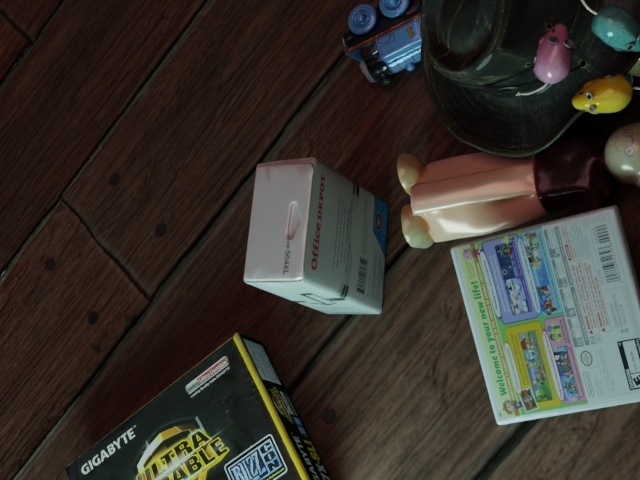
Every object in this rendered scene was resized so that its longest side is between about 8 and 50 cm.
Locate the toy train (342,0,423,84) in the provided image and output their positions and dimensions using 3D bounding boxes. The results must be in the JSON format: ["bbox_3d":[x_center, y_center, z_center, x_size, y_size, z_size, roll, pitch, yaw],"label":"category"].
[{"bbox_3d":[0.116,-0.272,1.427,0.184,0.080,0.105,-23,71,23],"label":"toy train"}]

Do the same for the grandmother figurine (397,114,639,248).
[{"bbox_3d":[0.258,-0.069,1.271,0.342,0.104,0.208,-14,78,29],"label":"grandmother figurine"}]

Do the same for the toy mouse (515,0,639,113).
[{"bbox_3d":[0.278,-0.197,1.139,0.161,0.031,0.143,-10,108,5],"label":"toy mouse"}]

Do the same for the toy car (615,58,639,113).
[{"bbox_3d":[0.386,-0.229,1.246,0.188,0.148,0.155,-43,44,45],"label":"toy car"}]

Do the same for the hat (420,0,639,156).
[{"bbox_3d":[0.201,-0.265,1.225,0.331,0.134,0.331,-13,72,44],"label":"hat"}]

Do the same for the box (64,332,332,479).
[{"bbox_3d":[-0.157,0.317,1.415,0.322,0.079,0.257,-38,62,16],"label":"box"}]

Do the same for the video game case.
[{"bbox_3d":[0.261,0.086,1.225,0.193,0.023,0.213,-15,90,26],"label":"video game case"}]

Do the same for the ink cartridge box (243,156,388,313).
[{"bbox_3d":[0.000,0.000,1.338,0.085,0.203,0.148,-2,74,30],"label":"ink cartridge box"}]
